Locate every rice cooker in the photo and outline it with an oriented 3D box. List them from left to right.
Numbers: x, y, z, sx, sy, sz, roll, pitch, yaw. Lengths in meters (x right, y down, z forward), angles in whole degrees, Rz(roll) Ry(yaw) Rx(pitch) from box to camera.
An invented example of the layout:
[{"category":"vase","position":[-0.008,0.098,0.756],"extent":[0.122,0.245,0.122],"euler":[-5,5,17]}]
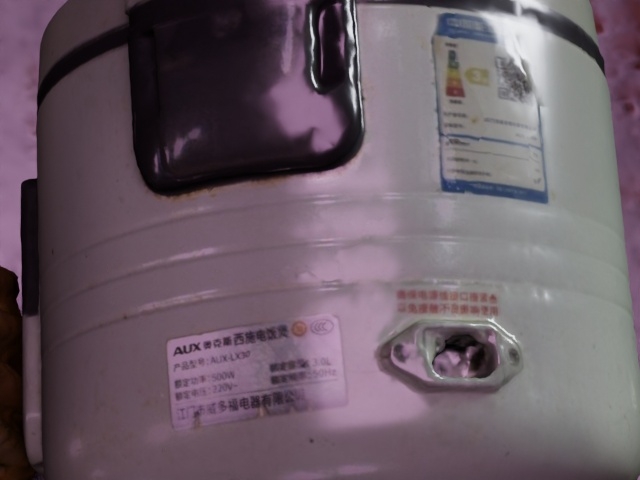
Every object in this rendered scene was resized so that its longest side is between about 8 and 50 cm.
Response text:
[{"category":"rice cooker","position":[0.000,0.000,0.541],"extent":[0.226,0.226,0.244],"euler":[1,75,-8]}]

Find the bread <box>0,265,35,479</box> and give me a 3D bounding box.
[{"category":"bread","position":[-0.209,0.051,0.525],"extent":[0.240,0.139,0.239],"euler":[8,69,-22]}]
